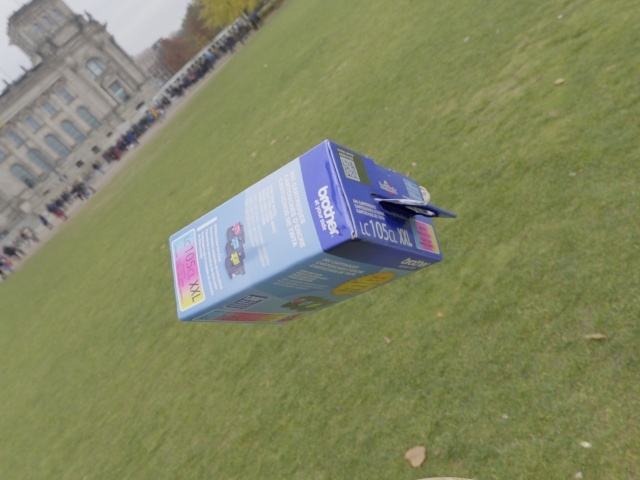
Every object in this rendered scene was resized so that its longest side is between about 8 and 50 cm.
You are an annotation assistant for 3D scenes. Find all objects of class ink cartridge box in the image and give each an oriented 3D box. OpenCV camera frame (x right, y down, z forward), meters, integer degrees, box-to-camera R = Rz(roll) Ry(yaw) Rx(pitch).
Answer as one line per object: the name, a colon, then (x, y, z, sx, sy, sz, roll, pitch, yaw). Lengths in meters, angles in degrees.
ink cartridge box: (0.000, 0.000, 0.820, 0.395, 0.270, 0.151, -28, 67, 30)

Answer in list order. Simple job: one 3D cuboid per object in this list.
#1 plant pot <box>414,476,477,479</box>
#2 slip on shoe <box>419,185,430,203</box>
plant pot: (0.241, 0.488, 0.976, 0.236, 0.236, 0.032, -11, 80, 54)
slip on shoe: (0.178, -0.077, 1.053, 0.051, 0.041, 0.135, -44, 21, -12)
